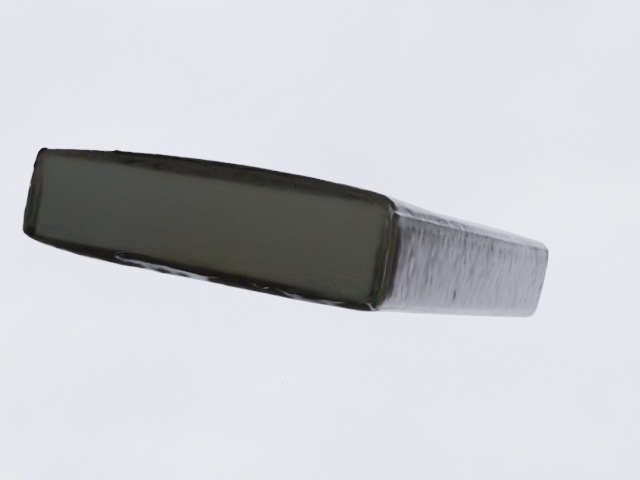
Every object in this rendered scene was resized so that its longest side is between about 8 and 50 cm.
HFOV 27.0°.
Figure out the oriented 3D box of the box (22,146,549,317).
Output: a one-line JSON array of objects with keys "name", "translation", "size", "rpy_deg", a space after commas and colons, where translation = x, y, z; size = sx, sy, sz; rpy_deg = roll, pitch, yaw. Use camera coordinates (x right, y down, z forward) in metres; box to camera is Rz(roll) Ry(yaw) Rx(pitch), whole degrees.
[{"name": "box", "translation": [0.000, 0.000, 0.439], "size": [0.115, 0.177, 0.035], "rpy_deg": [9, -90, 22]}]
